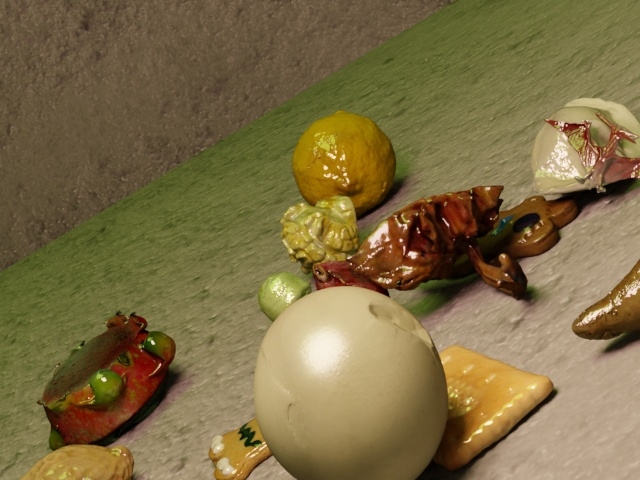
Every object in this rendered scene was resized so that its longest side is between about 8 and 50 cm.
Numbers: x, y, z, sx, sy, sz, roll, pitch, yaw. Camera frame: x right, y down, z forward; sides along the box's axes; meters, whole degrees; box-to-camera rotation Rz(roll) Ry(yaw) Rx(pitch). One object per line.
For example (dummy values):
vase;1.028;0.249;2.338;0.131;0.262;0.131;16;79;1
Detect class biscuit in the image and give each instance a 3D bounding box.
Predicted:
biscuit;0.160;0.191;1.641;0.160;0.030;0.249;-37;16;-12
biscuit;-0.053;0.243;1.893;0.240;0.035;0.158;-36;19;-7
biscuit;0.263;-0.006;2.018;0.236;0.039;0.180;-19;22;45

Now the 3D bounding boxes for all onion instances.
onion;0.050;0.086;1.978;0.098;0.151;0.206;-18;34;3

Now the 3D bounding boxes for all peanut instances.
peanut;-0.376;0.372;1.998;0.233;0.110;0.196;-42;18;-21

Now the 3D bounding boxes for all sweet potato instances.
sweet potato;0.418;0.007;1.574;0.310;0.098;0.124;-43;-3;-25

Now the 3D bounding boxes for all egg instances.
egg;0.033;0.168;1.543;0.219;0.219;0.269;-33;35;1

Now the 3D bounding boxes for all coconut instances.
coconut;-0.053;0.097;2.234;0.088;0.096;0.088;-53;-9;-12

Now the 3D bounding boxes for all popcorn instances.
popcorn;0.000;0.000;2.331;0.162;0.141;0.136;-47;46;30

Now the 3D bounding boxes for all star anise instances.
star anise;0.176;0.009;1.891;0.237;0.148;0.346;-25;17;-21

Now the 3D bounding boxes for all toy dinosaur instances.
toy dinosaur;0.395;-0.119;1.912;0.220;0.032;0.108;30;82;28

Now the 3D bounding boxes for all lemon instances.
lemon;0.044;-0.140;2.539;0.192;0.192;0.231;-29;17;13

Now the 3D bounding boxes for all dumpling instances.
dumpling;0.392;-0.129;2.008;0.166;0.126;0.216;7;16;24

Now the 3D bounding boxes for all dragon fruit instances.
dragon fruit;-0.356;0.238;2.308;0.268;0.130;0.295;-34;16;-3
